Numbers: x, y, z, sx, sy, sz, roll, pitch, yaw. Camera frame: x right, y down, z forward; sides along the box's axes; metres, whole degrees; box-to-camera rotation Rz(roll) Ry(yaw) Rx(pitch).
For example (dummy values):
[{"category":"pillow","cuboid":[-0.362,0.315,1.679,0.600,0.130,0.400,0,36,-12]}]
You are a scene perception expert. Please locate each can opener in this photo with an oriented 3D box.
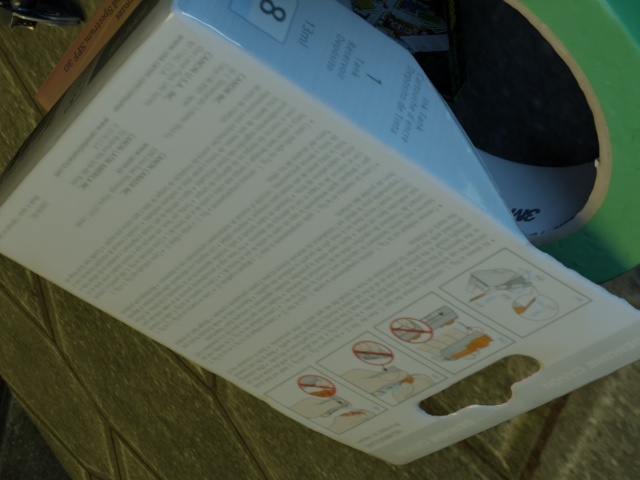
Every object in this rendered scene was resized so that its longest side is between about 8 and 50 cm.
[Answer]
[{"category":"can opener","cuboid":[-0.368,-0.300,1.418,0.283,0.076,0.095,29,115,41]}]

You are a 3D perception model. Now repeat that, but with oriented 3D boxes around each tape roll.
[{"category":"tape roll","cuboid":[0.089,-0.107,0.785,0.321,0.077,0.321,28,149,19]}]

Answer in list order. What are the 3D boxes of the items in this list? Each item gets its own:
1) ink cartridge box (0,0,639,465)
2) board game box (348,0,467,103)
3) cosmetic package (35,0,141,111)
[{"category":"ink cartridge box","cuboid":[0.000,0.000,0.845,0.385,0.091,0.308,31,141,-20]},{"category":"board game box","cuboid":[-0.019,-0.187,0.906,0.260,0.030,0.136,20,150,24]},{"category":"cosmetic package","cuboid":[-0.079,-0.076,1.058,0.296,0.153,0.129,41,-171,19]}]
